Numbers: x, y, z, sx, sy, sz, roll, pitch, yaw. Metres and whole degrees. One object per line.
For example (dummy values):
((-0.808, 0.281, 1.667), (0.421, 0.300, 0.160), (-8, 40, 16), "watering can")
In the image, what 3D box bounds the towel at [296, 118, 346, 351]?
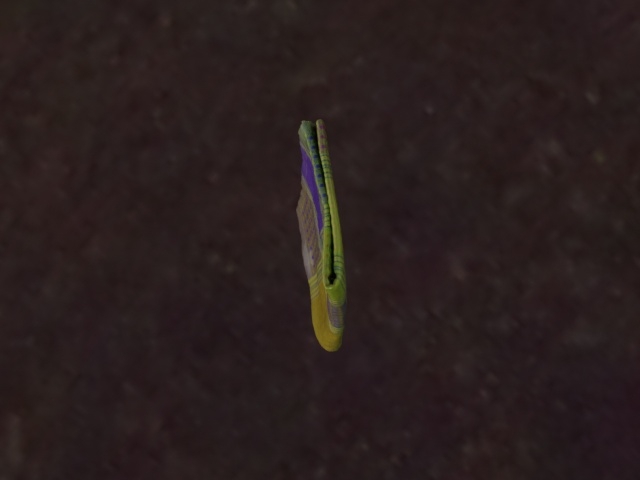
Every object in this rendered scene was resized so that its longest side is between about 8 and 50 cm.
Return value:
((0.000, 0.000, 0.642), (0.009, 0.083, 0.060), (-7, 75, -3), "towel")
